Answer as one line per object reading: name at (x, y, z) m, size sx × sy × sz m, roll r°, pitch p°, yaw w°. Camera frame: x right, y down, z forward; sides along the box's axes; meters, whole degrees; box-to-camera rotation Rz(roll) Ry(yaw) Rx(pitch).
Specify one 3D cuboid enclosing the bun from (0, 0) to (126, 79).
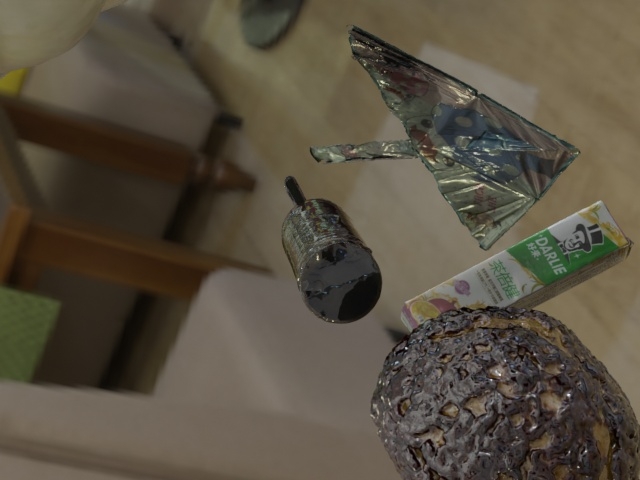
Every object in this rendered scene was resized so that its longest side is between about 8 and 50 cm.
bun at (-0.126, -0.122, 0.531) m, size 0.175 × 0.263 × 0.263 m, roll 72°, pitch -174°, yaw -49°

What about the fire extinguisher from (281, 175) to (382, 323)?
fire extinguisher at (0.000, 0.000, 1.497) m, size 0.072 × 0.089 × 0.267 m, roll -30°, pitch 14°, yaw 1°

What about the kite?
kite at (0.111, -0.093, 1.588) m, size 0.314 × 0.335 × 0.011 m, roll 3°, pitch 52°, yaw 38°

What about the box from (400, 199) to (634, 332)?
box at (0.172, 0.036, 1.436) m, size 0.050 × 0.207 × 0.041 m, roll 60°, pitch 172°, yaw 21°

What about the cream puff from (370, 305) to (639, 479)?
cream puff at (0.155, 0.151, 1.280) m, size 0.165 × 0.239 × 0.239 m, roll -42°, pitch 37°, yaw 16°
